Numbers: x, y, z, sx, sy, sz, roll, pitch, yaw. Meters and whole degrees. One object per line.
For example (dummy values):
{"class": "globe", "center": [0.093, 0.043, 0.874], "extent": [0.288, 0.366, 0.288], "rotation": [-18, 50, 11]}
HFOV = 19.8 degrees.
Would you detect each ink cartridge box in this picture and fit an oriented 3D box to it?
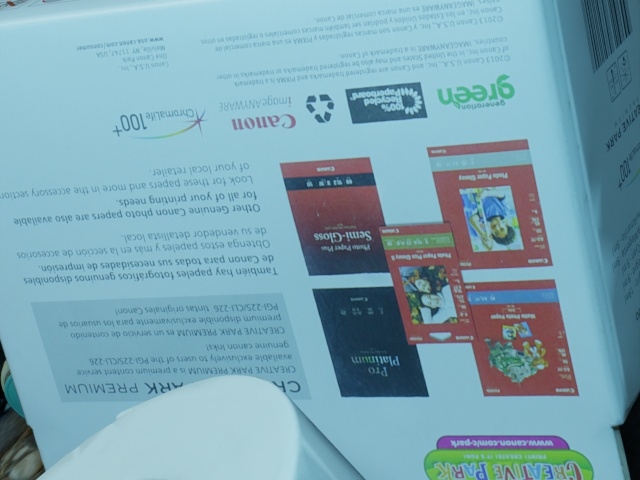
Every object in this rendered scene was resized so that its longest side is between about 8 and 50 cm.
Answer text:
{"class": "ink cartridge box", "center": [0.000, 0.000, 0.845], "extent": [0.309, 0.272, 0.130], "rotation": [-2, 22, 28]}

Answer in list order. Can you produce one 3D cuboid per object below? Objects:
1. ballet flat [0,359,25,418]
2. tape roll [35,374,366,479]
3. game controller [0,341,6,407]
{"class": "ballet flat", "center": [-0.135, 0.055, 1.320], "extent": [0.248, 0.086, 0.086], "rotation": [-27, 25, 34]}
{"class": "tape roll", "center": [-0.052, 0.199, 0.740], "extent": [0.246, 0.169, 0.246], "rotation": [-36, 20, 15]}
{"class": "game controller", "center": [-0.360, 0.144, 1.583], "extent": [0.319, 0.067, 0.166], "rotation": [-27, 10, 33]}
